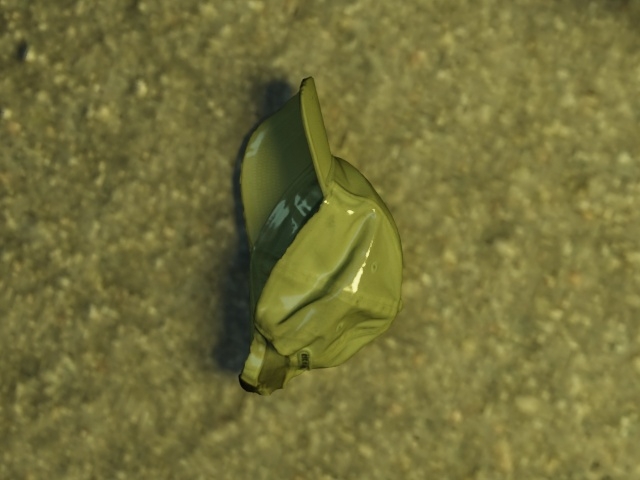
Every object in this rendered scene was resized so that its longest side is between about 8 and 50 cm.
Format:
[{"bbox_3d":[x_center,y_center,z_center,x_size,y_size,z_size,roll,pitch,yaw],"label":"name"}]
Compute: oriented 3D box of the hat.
[{"bbox_3d":[-0.005,-0.005,0.926,0.122,0.081,0.166,-40,55,55],"label":"hat"}]
